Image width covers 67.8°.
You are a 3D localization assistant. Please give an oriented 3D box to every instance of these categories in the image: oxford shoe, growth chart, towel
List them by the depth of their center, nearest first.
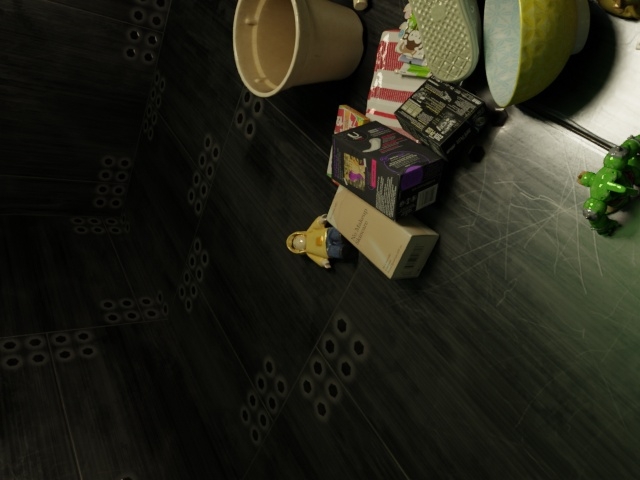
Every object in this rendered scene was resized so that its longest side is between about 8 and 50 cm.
[{"bbox_3d":[0.285,-0.600,1.110,0.169,0.130,0.449,-4,111,34],"label":"oxford shoe"},{"bbox_3d":[0.269,-0.550,1.269,0.172,0.021,0.237,21,102,46],"label":"growth chart"},{"bbox_3d":[0.229,-0.426,1.347,0.237,0.037,0.328,26,110,46],"label":"towel"}]

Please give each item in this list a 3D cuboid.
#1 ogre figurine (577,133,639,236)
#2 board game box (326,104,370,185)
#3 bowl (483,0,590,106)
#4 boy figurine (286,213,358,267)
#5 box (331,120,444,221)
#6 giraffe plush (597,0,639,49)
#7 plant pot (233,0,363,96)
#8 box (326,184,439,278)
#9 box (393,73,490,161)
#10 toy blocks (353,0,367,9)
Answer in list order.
[{"bbox_3d":[0.554,-0.106,0.899,0.096,0.118,0.197,54,128,35],"label":"ogre figurine"},{"bbox_3d":[0.081,-0.277,1.487,0.124,0.039,0.259,44,137,41],"label":"board game box"},{"bbox_3d":[0.444,-0.430,0.974,0.156,0.289,0.289,-5,85,7],"label":"bowl"},{"bbox_3d":[0.000,0.000,1.580,0.285,0.092,0.177,5,97,47],"label":"boy figurine"},{"bbox_3d":[0.172,-0.194,1.281,0.270,0.165,0.143,42,144,39],"label":"box"},{"bbox_3d":[0.564,-0.467,0.843,0.181,0.171,0.210,5,94,50],"label":"giraffe plush"},{"bbox_3d":[-0.049,-0.604,1.445,0.334,0.306,0.333,17,113,48],"label":"plant pot"},{"bbox_3d":[0.166,-0.038,1.356,0.311,0.121,0.147,43,122,41],"label":"box"},{"bbox_3d":[0.300,-0.308,1.184,0.147,0.077,0.180,-45,52,4],"label":"box"},{"bbox_3d":[0.107,-0.860,1.303,0.309,0.289,0.259,-15,75,50],"label":"toy blocks"}]
